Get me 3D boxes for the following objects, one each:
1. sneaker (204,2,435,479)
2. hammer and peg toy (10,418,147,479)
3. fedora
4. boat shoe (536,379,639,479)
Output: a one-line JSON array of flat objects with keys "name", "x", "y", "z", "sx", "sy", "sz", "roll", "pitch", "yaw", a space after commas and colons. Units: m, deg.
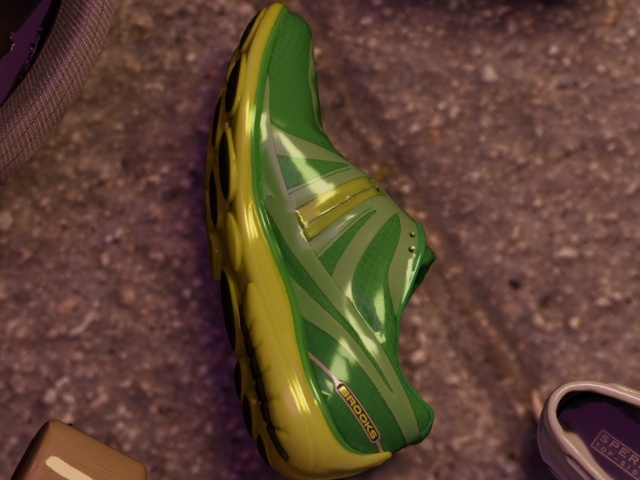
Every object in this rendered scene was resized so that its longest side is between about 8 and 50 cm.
[{"name": "sneaker", "x": 0.000, "y": 0.000, "z": 1.138, "sx": 0.123, "sy": 0.109, "sz": 0.295, "roll": -3, "pitch": 70, "yaw": -17}, {"name": "hammer and peg toy", "x": -0.173, "y": 0.284, "z": 1.015, "sx": 0.127, "sy": 0.266, "sz": 0.361, "roll": 27, "pitch": 80, "yaw": -6}, {"name": "fedora", "x": -0.226, "y": -0.139, "z": 1.188, "sx": 0.244, "sy": 0.124, "sz": 0.275, "roll": 29, "pitch": 91, "yaw": 18}, {"name": "boat shoe", "x": 0.231, "y": 0.160, "z": 1.049, "sx": 0.258, "sy": 0.084, "sz": 0.095, "roll": 26, "pitch": 81, "yaw": 16}]
